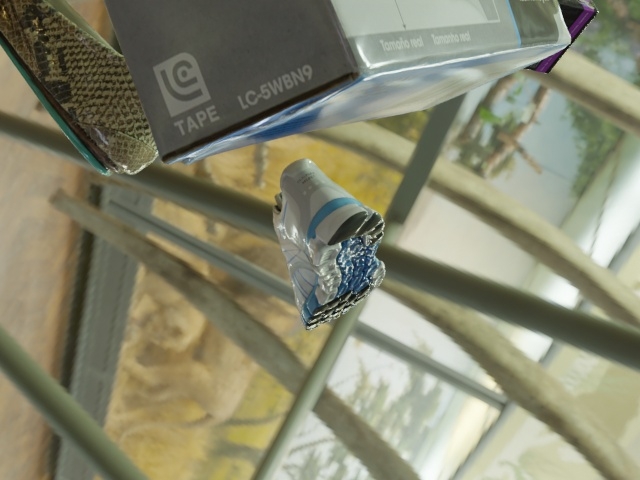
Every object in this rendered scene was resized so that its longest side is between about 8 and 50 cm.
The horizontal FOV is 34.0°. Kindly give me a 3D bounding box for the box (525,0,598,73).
[{"bbox_3d":[0.268,-0.280,1.376,0.116,0.162,0.029,-54,-137,42],"label":"box"}]

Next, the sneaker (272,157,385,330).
[{"bbox_3d":[0.000,0.000,0.767,0.071,0.083,0.191,-32,159,-17],"label":"sneaker"}]

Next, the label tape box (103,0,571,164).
[{"bbox_3d":[-0.021,-0.221,0.485,0.105,0.334,0.240,-20,-179,34],"label":"label tape box"}]

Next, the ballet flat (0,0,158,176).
[{"bbox_3d":[-0.326,-0.283,1.136,0.182,0.483,0.164,-47,179,1],"label":"ballet flat"}]
